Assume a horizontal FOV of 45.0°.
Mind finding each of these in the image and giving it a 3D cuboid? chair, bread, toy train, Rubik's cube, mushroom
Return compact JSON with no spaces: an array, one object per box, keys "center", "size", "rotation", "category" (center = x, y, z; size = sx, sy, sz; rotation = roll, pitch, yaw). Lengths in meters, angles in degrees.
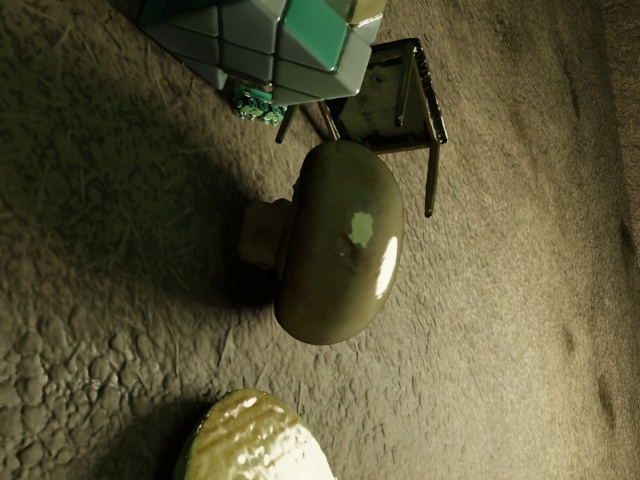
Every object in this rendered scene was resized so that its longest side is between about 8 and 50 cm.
[{"center":[0.068,-0.174,1.009],"size":[0.188,0.166,0.272],"rotation":[64,28,-43],"category":"chair"},{"center":[-0.053,0.277,0.753],"size":[0.267,0.040,0.267],"rotation":[42,34,-38],"category":"bread"},{"center":[-0.072,-0.167,0.940],"size":[0.092,0.029,0.045],"rotation":[5,67,-54],"category":"toy train"},{"center":[-0.044,-0.283,0.821],"size":[0.224,0.265,0.213],"rotation":[36,65,-44],"category":"Rubik's cube"},{"center":[0.000,0.000,0.844],"size":[0.178,0.226,0.226],"rotation":[20,52,-4],"category":"mushroom"}]
